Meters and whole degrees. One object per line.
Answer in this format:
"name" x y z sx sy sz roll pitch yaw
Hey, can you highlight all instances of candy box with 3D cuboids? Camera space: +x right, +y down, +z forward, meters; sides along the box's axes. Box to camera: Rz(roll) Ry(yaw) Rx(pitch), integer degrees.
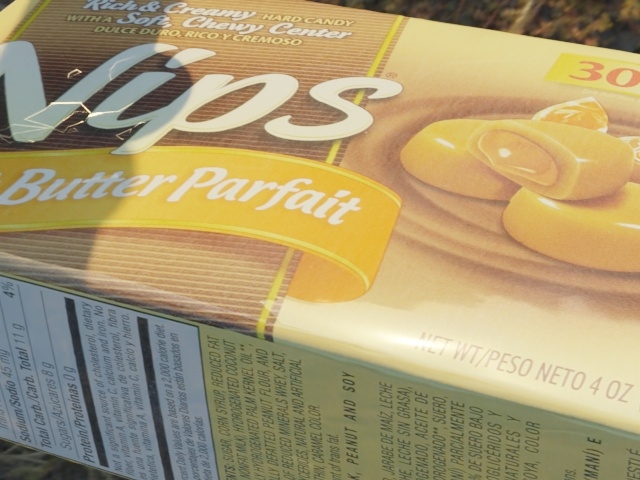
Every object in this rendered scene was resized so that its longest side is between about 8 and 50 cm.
"candy box" 0.000 0.000 0.480 0.316 0.087 0.183 12 39 23
